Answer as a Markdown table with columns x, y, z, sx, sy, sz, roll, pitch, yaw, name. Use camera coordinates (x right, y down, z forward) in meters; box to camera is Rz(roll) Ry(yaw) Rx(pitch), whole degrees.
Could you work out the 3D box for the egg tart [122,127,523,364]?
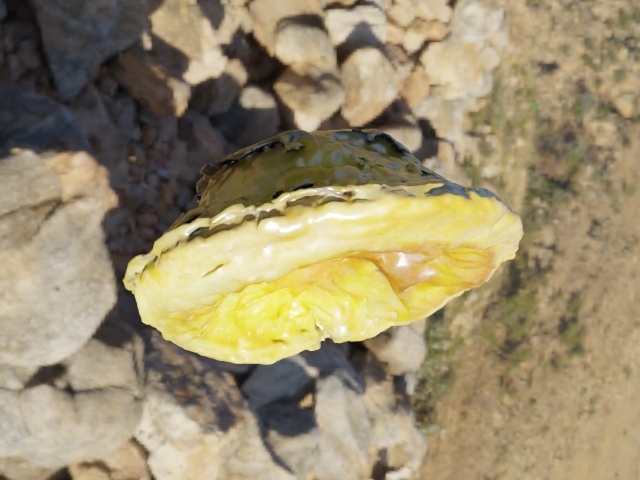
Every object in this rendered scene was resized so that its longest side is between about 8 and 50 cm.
| x | y | z | sx | sy | sz | roll | pitch | yaw | name |
| --- | --- | --- | --- | --- | --- | --- | --- | --- | --- |
| 0.000 | 0.000 | 0.600 | 0.241 | 0.241 | 0.106 | 27 | 47 | -61 | egg tart |
